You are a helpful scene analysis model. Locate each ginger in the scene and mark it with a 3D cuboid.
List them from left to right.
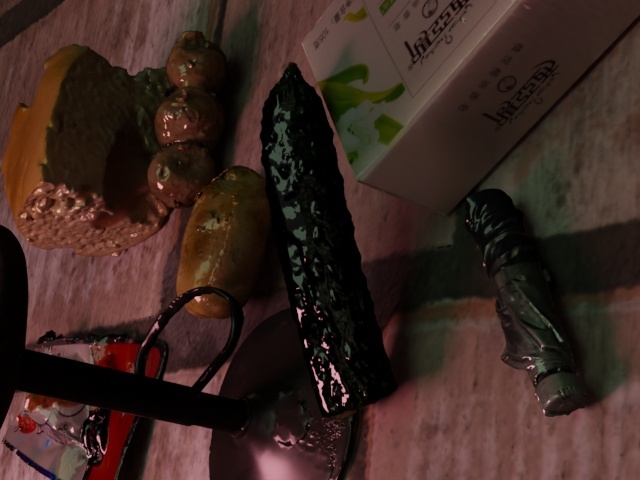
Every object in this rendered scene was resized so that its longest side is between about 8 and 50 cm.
[{"bbox_3d":[-0.149,-0.135,1.229,0.104,0.080,0.204,110,166,-69],"label":"ginger"}]

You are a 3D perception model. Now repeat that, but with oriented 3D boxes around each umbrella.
[{"bbox_3d":[0.148,0.044,0.783,0.050,0.046,0.188,119,145,-44],"label":"umbrella"}]

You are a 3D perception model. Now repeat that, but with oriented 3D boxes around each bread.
[{"bbox_3d":[-0.292,-0.093,1.318,0.211,0.184,0.224,-36,46,46],"label":"bread"}]

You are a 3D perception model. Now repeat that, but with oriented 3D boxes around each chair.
[{"bbox_3d":[-0.190,0.122,0.885,0.226,0.401,0.226,-26,56,45],"label":"chair"}]

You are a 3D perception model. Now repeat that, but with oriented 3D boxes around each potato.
[{"bbox_3d":[-0.097,0.001,1.090,0.107,0.080,0.170,-26,49,57],"label":"potato"}]

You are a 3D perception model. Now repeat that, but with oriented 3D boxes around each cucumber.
[{"bbox_3d":[-0.002,0.000,0.884,0.072,0.072,0.300,-18,85,48],"label":"cucumber"}]

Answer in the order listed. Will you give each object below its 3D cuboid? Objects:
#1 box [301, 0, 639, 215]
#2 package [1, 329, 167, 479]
[{"bbox_3d":[0.117,-0.181,0.870,0.260,0.111,0.194,-47,42,26],"label":"box"},{"bbox_3d":[-0.288,0.201,1.274,0.269,0.071,0.194,2,78,40],"label":"package"}]
